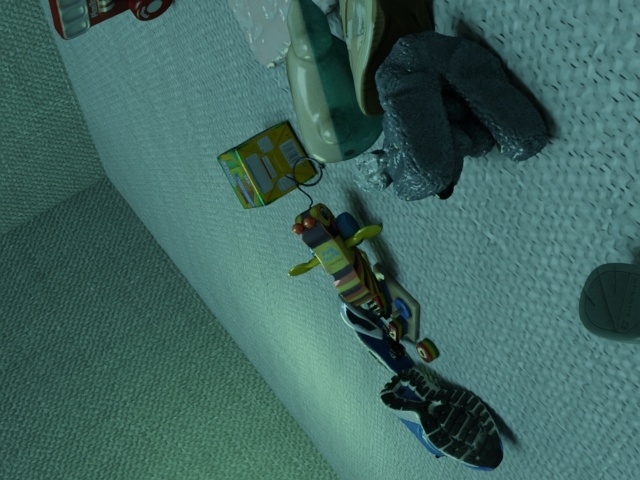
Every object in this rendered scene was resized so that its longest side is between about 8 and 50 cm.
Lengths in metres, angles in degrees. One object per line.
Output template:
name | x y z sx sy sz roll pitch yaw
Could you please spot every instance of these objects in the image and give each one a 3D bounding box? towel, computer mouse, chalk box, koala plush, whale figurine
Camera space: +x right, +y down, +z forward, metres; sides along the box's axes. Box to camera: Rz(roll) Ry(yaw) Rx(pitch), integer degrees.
towel | -0.098 -0.455 1.369 0.317 0.053 0.332 59 156 -2
computer mouse | 0.097 0.178 1.842 0.193 0.042 0.106 39 -169 -18
chalk box | -0.123 -0.152 1.866 0.132 0.132 0.213 61 162 -8
koala plush | 0.142 -0.134 1.144 0.221 0.196 0.203 108 139 -68
whale figurine | 0.024 -0.235 1.297 0.272 0.141 0.216 74 -177 -57

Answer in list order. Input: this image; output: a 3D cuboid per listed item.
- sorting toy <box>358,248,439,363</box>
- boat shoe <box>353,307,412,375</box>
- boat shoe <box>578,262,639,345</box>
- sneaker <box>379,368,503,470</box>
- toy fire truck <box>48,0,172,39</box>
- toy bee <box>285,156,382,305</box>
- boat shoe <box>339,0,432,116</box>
sorting toy | 0.134 0.128 1.799 0.274 0.046 0.132 47 159 31
boat shoe | 0.126 0.231 1.959 0.183 0.066 0.066 53 163 15
boat shoe | 0.414 0.093 0.934 0.320 0.103 0.118 11 86 62
sneaker | 0.262 0.373 1.794 0.147 0.130 0.330 49 170 -30
toy fire truck | -0.458 -0.558 1.873 0.169 0.253 0.302 54 162 11
toy bee | 0.000 0.000 1.693 0.298 0.195 0.162 41 -160 9
boat shoe | 0.077 -0.296 1.159 0.098 0.109 0.302 54 160 35
